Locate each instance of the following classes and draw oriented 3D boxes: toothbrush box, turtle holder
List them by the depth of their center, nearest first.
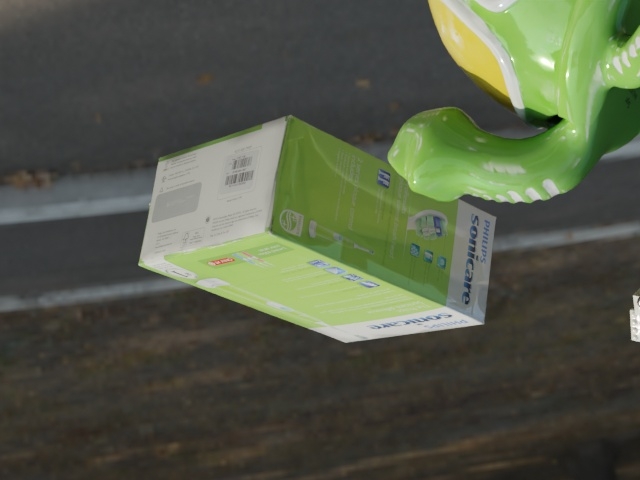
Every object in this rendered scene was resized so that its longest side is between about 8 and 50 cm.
[{"bbox_3d":[0.193,-0.183,1.143,0.227,0.320,0.243,27,-155,25],"label":"turtle holder"},{"bbox_3d":[0.000,0.000,1.436,0.283,0.122,0.206,24,156,-36],"label":"toothbrush box"}]

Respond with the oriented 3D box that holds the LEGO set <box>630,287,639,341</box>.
[{"bbox_3d":[0.337,0.064,1.064,0.182,0.060,0.244,-12,-157,-2],"label":"LEGO set"}]
